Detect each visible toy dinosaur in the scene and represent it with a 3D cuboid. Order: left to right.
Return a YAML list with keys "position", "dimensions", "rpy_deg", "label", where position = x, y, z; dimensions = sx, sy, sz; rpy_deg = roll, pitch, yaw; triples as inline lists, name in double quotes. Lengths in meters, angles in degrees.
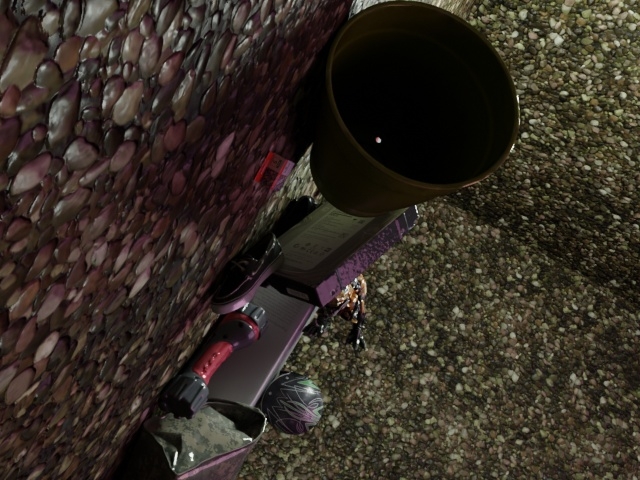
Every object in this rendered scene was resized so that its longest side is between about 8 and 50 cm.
- position: [0.071, 0.154, 1.725]
  dimensions: [0.322, 0.164, 0.219]
  rpy_deg: [-7, 112, -54]
  label: "toy dinosaur"

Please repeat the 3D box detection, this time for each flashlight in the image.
- position: [-0.226, 0.260, 1.460]
  dimensions: [0.304, 0.103, 0.103]
  rpy_deg: [-54, 172, -47]
  label: "flashlight"

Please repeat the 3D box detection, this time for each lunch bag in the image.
- position: [-0.273, 0.487, 1.469]
  dimensions: [0.287, 0.169, 0.235]
  rpy_deg: [-7, 133, -46]
  label: "lunch bag"

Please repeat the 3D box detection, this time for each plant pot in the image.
- position: [0.134, -0.211, 1.307]
  dimensions: [0.366, 0.366, 0.353]
  rpy_deg: [-57, -175, -23]
  label: "plant pot"

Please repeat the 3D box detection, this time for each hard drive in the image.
- position: [0.028, 0.003, 1.474]
  dimensions: [0.339, 0.236, 0.064]
  rpy_deg: [-37, 124, -31]
  label: "hard drive"

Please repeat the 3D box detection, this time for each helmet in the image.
- position: [-0.075, 0.421, 1.710]
  dimensions: [0.169, 0.169, 0.161]
  rpy_deg: [-59, -169, -8]
  label: "helmet"

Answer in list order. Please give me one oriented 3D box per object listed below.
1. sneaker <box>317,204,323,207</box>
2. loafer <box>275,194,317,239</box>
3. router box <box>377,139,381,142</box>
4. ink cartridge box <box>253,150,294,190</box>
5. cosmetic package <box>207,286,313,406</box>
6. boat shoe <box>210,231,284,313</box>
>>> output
- position: [0.041, -0.066, 2.021]
  dimensions: [0.234, 0.084, 0.097]
  rpy_deg: [-6, 146, -43]
  label: "sneaker"
- position: [-0.076, -0.008, 1.595]
  dimensions: [0.223, 0.076, 0.078]
  rpy_deg: [-64, 169, -5]
  label: "loafer"
- position: [0.208, -0.441, 1.807]
  dimensions: [0.301, 0.082, 0.335]
  rpy_deg: [-53, 170, -49]
  label: "router box"
- position: [-0.083, -0.124, 1.198]
  dimensions: [0.063, 0.029, 0.115]
  rpy_deg: [-60, 174, 5]
  label: "ink cartridge box"
- position: [-0.156, 0.262, 1.740]
  dimensions: [0.453, 0.161, 0.230]
  rpy_deg: [-58, 173, -25]
  label: "cosmetic package"
- position: [-0.154, 0.062, 1.333]
  dimensions: [0.219, 0.077, 0.070]
  rpy_deg: [-49, 133, -44]
  label: "boat shoe"
